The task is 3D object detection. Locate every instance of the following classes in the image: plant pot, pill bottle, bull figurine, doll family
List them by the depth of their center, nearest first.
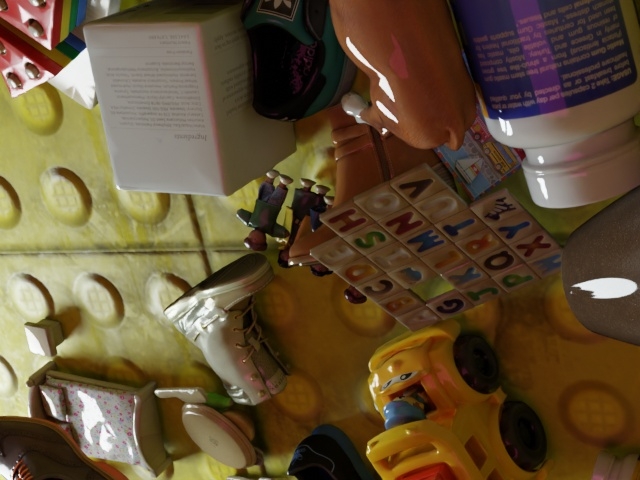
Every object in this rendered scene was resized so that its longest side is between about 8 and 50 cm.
[{"bbox_3d":[0.047,-0.221,0.874,0.188,0.101,0.310,-144,34,-67],"label":"bull figurine"},{"bbox_3d":[0.202,-0.173,0.897,0.152,0.152,0.272,-9,108,32],"label":"pill bottle"},{"bbox_3d":[0.338,0.019,0.903,0.230,0.215,0.215,-16,105,49],"label":"plant pot"},{"bbox_3d":[0.348,0.264,1.086,0.116,0.065,0.065,16,120,21],"label":"pill bottle"},{"bbox_3d":[0.000,0.000,1.144,0.193,0.076,0.111,25,104,23],"label":"doll family"}]

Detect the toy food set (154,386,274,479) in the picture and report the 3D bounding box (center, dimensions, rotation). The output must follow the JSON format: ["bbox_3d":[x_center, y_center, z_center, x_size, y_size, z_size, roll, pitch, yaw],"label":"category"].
[{"bbox_3d":[-0.128,0.254,1.364,0.132,0.038,0.192,-8,123,49],"label":"toy food set"}]

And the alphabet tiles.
[{"bbox_3d":[0.114,0.009,1.016,0.198,0.009,0.237,-25,139,26],"label":"alphabet tiles"}]

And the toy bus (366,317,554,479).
[{"bbox_3d":[0.121,0.226,1.107,0.149,0.211,0.220,-29,96,38],"label":"toy bus"}]

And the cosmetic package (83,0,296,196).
[{"bbox_3d":[-0.133,-0.159,1.095,0.151,0.151,0.184,6,115,28],"label":"cosmetic package"}]

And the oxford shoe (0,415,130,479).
[{"bbox_3d":[-0.371,0.307,1.363,0.271,0.098,0.097,19,98,26],"label":"oxford shoe"}]

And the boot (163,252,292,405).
[{"bbox_3d":[-0.088,0.113,1.241,0.165,0.077,0.213,55,141,-5],"label":"boot"}]

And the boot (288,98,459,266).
[{"bbox_3d":[0.034,-0.066,1.062,0.197,0.073,0.152,-24,86,3],"label":"boot"}]

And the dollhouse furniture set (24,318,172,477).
[{"bbox_3d":[-0.292,0.314,1.407,0.303,0.174,0.356,5,116,27],"label":"dollhouse furniture set"}]

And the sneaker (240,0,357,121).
[{"bbox_3d":[-0.011,-0.256,0.995,0.108,0.121,0.302,17,120,23],"label":"sneaker"}]

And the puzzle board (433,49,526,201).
[{"bbox_3d":[0.152,-0.117,1.013,0.096,0.011,0.128,-37,92,7],"label":"puzzle board"}]

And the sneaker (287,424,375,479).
[{"bbox_3d":[0.048,0.342,1.279,0.232,0.090,0.081,48,127,1],"label":"sneaker"}]

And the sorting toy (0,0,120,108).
[{"bbox_3d":[-0.358,-0.275,1.136,0.257,0.089,0.255,34,147,3],"label":"sorting toy"}]
